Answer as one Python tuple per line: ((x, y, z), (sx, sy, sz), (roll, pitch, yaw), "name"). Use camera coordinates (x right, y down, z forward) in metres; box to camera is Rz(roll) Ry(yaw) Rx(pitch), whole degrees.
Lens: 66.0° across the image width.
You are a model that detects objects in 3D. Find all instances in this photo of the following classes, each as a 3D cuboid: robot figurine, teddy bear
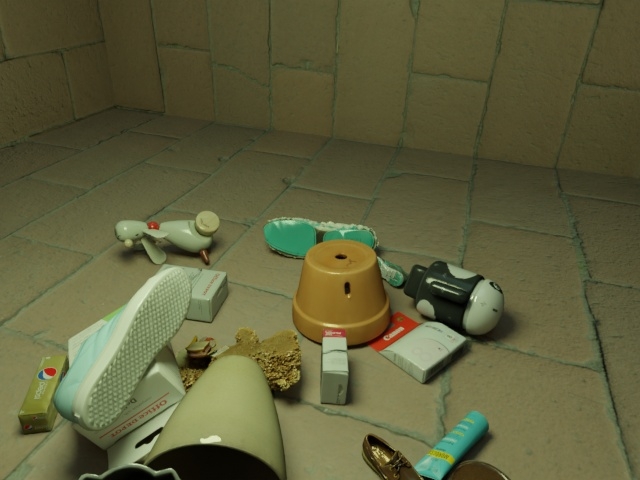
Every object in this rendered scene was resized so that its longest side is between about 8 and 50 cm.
((0.387, 0.159, 1.428), (0.278, 0.174, 0.209), (21, 38, 30), "robot figurine")
((-0.209, 0.317, 1.204), (0.337, 0.113, 0.245), (-16, 27, -16), "teddy bear")

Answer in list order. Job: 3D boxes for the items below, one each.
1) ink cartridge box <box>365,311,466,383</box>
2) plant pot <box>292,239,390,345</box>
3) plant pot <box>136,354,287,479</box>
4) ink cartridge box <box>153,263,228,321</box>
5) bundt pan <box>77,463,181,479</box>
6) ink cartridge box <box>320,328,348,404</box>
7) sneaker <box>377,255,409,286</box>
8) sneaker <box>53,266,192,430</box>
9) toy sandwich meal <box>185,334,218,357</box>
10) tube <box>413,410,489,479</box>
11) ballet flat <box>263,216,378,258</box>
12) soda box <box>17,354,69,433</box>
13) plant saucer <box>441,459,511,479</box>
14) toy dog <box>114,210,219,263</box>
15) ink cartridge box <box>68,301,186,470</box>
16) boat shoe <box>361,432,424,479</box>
((0.249, 0.269, 1.351), (0.189, 0.066, 0.232), (-23, 43, -37), "ink cartridge box")
((0.059, 0.129, 1.413), (0.290, 0.204, 0.291), (-1, 27, 0), "plant pot")
((-0.181, 0.361, 0.950), (0.256, 0.257, 0.274), (2, 30, 0), "plant pot")
((-0.396, 0.154, 1.468), (0.208, 0.087, 0.153), (7, 30, 9), "ink cartridge box")
((-0.283, 0.508, 0.722), (0.330, 0.124, 0.331), (3, 64, -7), "bundt pan")
((0.032, 0.307, 1.209), (0.063, 0.109, 0.151), (3, 30, -1), "ink cartridge box")
((0.231, 0.101, 1.650), (0.076, 0.065, 0.166), (-1, 29, -40), "sneaker")
((-0.411, 0.194, 1.013), (0.150, 0.135, 0.366), (4, 45, 27), "sneaker")
((-0.290, 0.256, 1.199), (0.085, 0.029, 0.086), (-8, 24, 4), "toy sandwich meal")
((0.282, 0.442, 1.053), (0.207, 0.052, 0.080), (-25, 0, -37), "tube")
((0.000, 0.000, 1.760), (0.408, 0.147, 0.147), (7, 30, 2), "ballet flat")
((-0.631, 0.349, 1.136), (0.058, 0.062, 0.181), (-3, 30, -11), "soda box")
((0.318, 0.501, 0.974), (0.168, 0.029, 0.168), (1, 29, -1), "plant saucer")
((-0.495, 0.010, 1.649), (0.333, 0.220, 0.161), (-12, 63, -9), "toy dog")
((-0.435, 0.307, 1.101), (0.207, 0.119, 0.353), (-33, 39, -8), "ink cartridge box")
((0.149, 0.460, 0.993), (0.064, 0.060, 0.178), (-31, 42, -27), "boat shoe")
